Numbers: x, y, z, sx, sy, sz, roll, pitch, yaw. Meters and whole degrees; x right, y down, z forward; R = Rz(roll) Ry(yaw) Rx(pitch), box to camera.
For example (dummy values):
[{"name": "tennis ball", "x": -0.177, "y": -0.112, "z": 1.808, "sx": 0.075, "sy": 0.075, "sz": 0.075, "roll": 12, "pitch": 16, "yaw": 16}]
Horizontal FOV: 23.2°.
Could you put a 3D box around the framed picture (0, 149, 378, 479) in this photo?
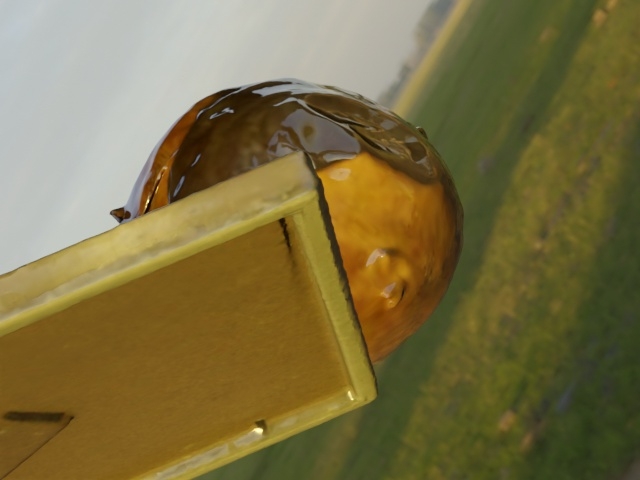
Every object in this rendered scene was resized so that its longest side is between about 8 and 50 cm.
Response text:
[{"name": "framed picture", "x": -0.135, "y": 0.082, "z": 0.579, "sx": 0.324, "sy": 0.020, "sz": 0.240, "roll": -23, "pitch": -22, "yaw": -1}]

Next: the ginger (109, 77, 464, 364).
[{"name": "ginger", "x": 0.003, "y": -0.003, "z": 1.101, "sx": 0.269, "sy": 0.223, "sz": 0.200, "roll": 21, "pitch": -74, "yaw": -50}]
